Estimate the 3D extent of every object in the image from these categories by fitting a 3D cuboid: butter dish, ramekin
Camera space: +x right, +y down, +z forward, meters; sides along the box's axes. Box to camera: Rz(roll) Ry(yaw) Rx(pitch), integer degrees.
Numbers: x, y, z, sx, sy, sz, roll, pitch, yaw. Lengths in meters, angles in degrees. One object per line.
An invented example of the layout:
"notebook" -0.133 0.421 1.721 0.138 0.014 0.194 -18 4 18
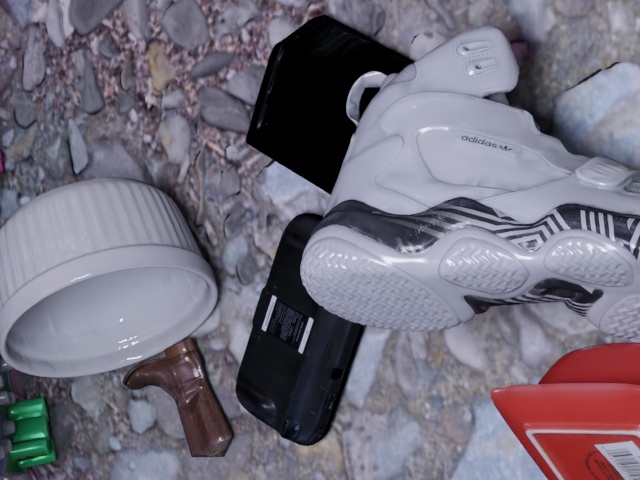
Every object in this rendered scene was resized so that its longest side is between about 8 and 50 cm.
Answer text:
"butter dish" 0.233 0.126 1.276 0.160 0.118 0.160 -5 132 44
"ramekin" -0.207 0.030 1.611 0.207 0.207 0.109 -41 58 37

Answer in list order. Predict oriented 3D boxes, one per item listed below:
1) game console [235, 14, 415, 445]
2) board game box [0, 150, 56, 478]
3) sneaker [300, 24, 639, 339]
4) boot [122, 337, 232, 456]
"game console" 0.000 0.000 1.523 0.213 0.044 0.361 34 114 37
"board game box" -0.333 0.031 1.652 0.050 0.390 0.390 -12 84 0
"sneaker" 0.172 -0.047 1.281 0.365 0.137 0.210 -1 61 16
"boot" -0.135 0.163 1.666 0.106 0.037 0.114 -33 76 41
